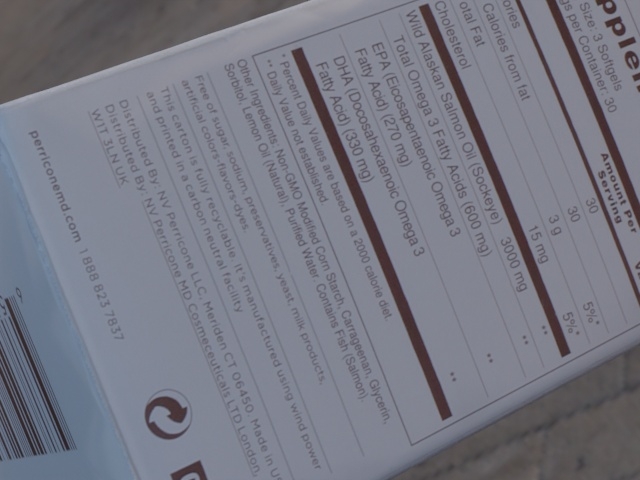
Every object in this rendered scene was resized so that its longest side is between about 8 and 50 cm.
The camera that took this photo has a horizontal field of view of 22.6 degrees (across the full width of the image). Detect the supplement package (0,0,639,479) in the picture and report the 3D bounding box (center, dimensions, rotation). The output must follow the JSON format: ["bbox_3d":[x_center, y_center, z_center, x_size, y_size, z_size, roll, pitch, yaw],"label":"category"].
[{"bbox_3d":[0.000,0.000,0.395,0.179,0.105,0.105,-23,1,-32],"label":"supplement package"}]
